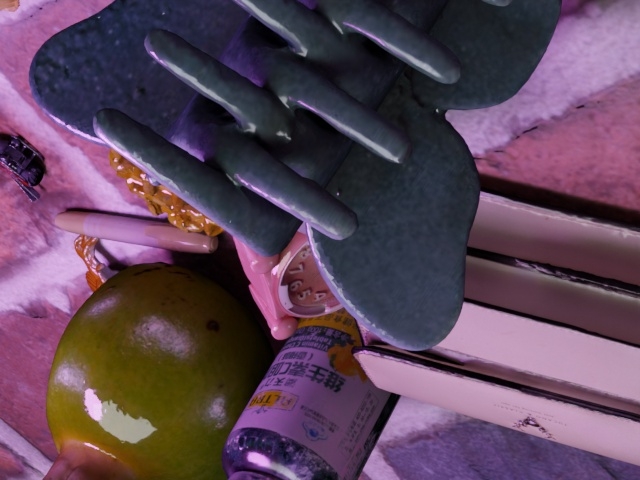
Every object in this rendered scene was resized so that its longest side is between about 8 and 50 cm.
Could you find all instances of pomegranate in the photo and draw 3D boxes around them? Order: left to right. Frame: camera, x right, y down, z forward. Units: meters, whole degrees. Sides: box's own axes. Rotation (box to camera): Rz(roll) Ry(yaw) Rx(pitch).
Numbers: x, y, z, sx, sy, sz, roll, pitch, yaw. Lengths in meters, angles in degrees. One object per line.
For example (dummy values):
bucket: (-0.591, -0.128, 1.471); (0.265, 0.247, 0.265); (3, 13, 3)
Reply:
pomegranate: (-0.174, 0.205, 1.534); (0.216, 0.358, 0.309); (16, 139, 15)

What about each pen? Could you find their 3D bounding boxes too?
pen: (-0.218, -0.011, 1.578); (0.233, 0.032, 0.040); (8, 171, 30)

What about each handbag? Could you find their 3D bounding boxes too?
handbag: (0.219, 0.095, 1.279); (0.359, 0.160, 0.236); (15, 149, 22)

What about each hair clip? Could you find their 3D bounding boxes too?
hair clip: (0.007, -0.136, 0.967); (0.392, 0.318, 0.238); (35, 180, 1)

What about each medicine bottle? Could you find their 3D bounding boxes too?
medicine bottle: (-0.010, 0.198, 1.454); (0.141, 0.293, 0.141); (20, 144, 16)

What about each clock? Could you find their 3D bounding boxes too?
clock: (0.000, 0.000, 1.346); (0.092, 0.162, 0.166); (58, 168, 39)

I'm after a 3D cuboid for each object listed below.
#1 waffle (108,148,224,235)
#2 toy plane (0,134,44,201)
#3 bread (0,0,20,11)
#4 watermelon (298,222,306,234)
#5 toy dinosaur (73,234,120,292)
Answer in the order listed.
waffle: (-0.131, -0.081, 1.412); (0.238, 0.058, 0.243); (-13, 128, 45)
toy plane: (-0.372, -0.102, 1.586); (0.145, 0.037, 0.060); (40, 155, -18)
bread: (-0.339, -0.301, 1.193); (0.250, 0.133, 0.179); (119, 131, -63)
watermelon: (-0.044, -0.125, 1.195); (0.176, 0.260, 0.256); (-2, 151, 21)
toy dinosaur: (-0.257, 0.083, 1.709); (0.142, 0.057, 0.212); (38, 145, 12)
